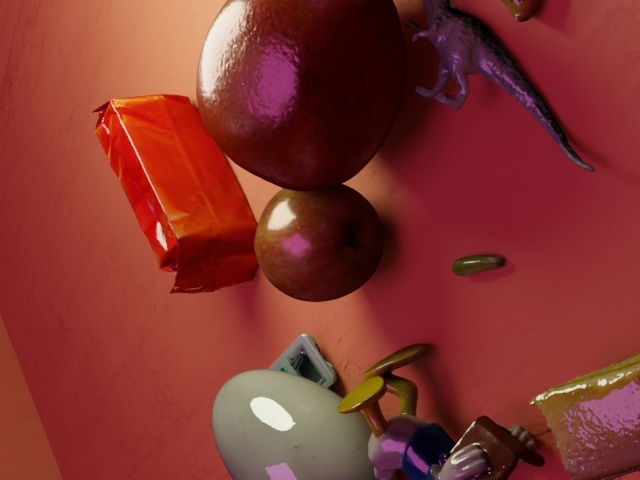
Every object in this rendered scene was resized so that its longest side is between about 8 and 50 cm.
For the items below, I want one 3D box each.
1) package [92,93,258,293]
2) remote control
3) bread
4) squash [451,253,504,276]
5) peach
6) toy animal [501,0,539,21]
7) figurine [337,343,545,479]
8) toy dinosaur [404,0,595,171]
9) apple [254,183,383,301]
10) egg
[{"bbox_3d":[-0.269,-0.106,1.631,0.123,0.196,0.423,-44,66,48],"label":"package"},{"bbox_3d":[-0.063,0.278,1.593,0.103,0.051,0.293,55,137,14],"label":"remote control"},{"bbox_3d":[0.353,0.176,0.901,0.257,0.186,0.124,-38,66,42],"label":"bread"},{"bbox_3d":[0.213,0.032,1.175,0.089,0.027,0.027,-18,85,52],"label":"squash"},{"bbox_3d":[-0.020,-0.232,1.182,0.307,0.308,0.332,64,144,18],"label":"peach"},{"bbox_3d":[0.224,-0.367,1.014,0.136,0.073,0.181,37,116,31],"label":"toy animal"},{"bbox_3d":[0.202,0.326,1.204,0.283,0.204,0.338,-18,98,47],"label":"figurine"},{"bbox_3d":[0.188,-0.195,1.090,0.129,0.076,0.383,-42,70,26],"label":"toy dinosaur"},{"bbox_3d":[0.000,0.000,1.312,0.174,0.188,0.188,-3,98,49],"label":"apple"},{"bbox_3d":[-0.035,0.348,1.417,0.371,0.230,0.230,36,128,32],"label":"egg"}]
